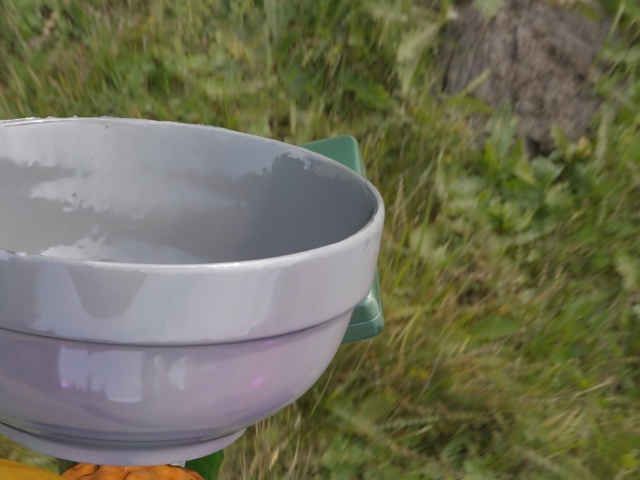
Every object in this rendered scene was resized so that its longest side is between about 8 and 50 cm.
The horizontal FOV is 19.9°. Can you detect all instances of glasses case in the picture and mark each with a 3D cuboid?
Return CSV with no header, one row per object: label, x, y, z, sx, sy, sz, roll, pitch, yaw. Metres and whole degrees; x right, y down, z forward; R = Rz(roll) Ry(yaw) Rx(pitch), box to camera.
glasses case,0.000,0.000,1.333,0.078,0.039,0.184,-12,42,7

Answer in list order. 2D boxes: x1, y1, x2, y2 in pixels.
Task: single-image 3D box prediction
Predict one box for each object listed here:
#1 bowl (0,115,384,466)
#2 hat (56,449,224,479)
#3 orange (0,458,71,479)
bowl,-0.113,0.032,1.044,0.287,0.287,0.144,6,108,-1
hat,-0.118,0.247,1.289,0.285,0.285,0.400,11,51,0
orange,-0.128,0.183,0.586,0.246,0.246,0.246,0,80,-2
